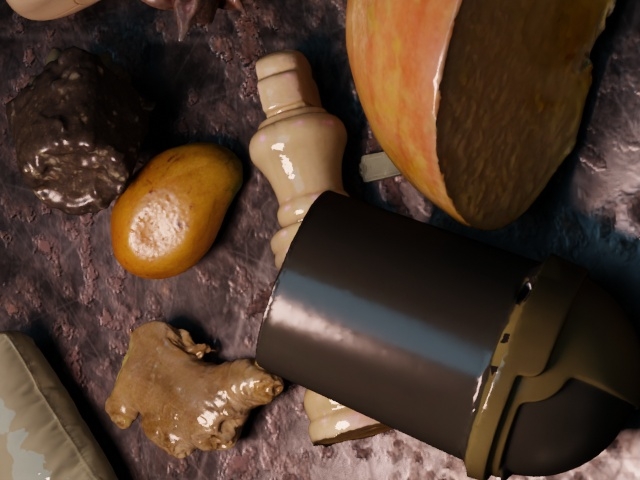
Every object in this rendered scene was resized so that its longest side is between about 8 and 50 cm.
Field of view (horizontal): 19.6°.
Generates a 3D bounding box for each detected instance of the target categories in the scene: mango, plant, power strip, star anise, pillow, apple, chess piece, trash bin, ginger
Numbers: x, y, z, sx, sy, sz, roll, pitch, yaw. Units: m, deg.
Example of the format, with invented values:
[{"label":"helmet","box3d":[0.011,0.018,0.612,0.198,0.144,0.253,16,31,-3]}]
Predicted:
[{"label":"mango","box3d":[-0.158,-0.035,1.962,0.115,0.089,0.165,28,103,10]},{"label":"plant","box3d":[-0.256,-0.128,1.973,0.129,0.132,0.194,-35,36,23]},{"label":"power strip","box3d":[0.069,-0.075,1.835,0.083,0.017,0.027,-9,88,52]},{"label":"star anise","box3d":[-0.089,-0.325,1.887,0.219,0.148,0.227,8,112,-7]},{"label":"pillow","box3d":[-0.383,0.284,2.108,0.322,0.120,0.255,-44,69,25]},{"label":"apple","box3d":[0.140,-0.186,1.691,0.252,0.314,0.309,19,105,-9]},{"label":"chess piece","box3d":[0.000,0.000,1.844,0.117,0.117,0.397,-22,76,33]},{"label":"trash bin","box3d":[0.125,0.095,1.662,0.334,0.214,0.214,20,103,8]},{"label":"ginger","box3d":[-0.133,0.164,1.963,0.213,0.074,0.137,14,99,28]}]

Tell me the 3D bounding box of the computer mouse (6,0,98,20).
[{"label":"computer mouse","box3d":[-0.261,-0.335,2.036,0.236,0.082,0.145,-30,73,30]}]
